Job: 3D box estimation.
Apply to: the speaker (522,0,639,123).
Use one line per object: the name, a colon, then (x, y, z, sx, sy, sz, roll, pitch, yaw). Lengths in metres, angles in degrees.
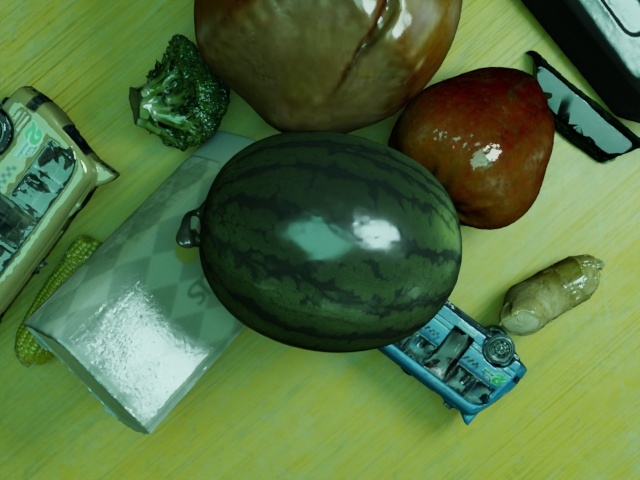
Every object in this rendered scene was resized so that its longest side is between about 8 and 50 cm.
speaker: (0.405, -0.328, 1.792, 0.180, 0.184, 0.388, -40, 95, 4)

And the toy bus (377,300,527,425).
toy bus: (0.162, 0.138, 1.838, 0.246, 0.113, 0.134, 38, 94, -1)

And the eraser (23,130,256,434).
eraser: (-0.182, 0.045, 1.760, 0.213, 0.082, 0.397, 47, 65, -10)

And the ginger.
ginger: (0.318, 0.078, 1.846, 0.190, 0.095, 0.069, -28, 90, -21)

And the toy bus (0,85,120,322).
toy bus: (-0.449, -0.024, 1.783, 0.202, 0.177, 0.365, 37, 93, -6)

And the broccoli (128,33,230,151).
broccoli: (-0.193, -0.195, 1.808, 0.137, 0.162, 0.146, -12, 62, -25)

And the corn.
corn: (-0.365, 0.086, 1.838, 0.067, 0.067, 0.206, 29, 90, -3)

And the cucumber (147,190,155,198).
cucumber: (-0.189, 0.042, 1.843, 0.074, 0.074, 0.241, -21, 90, -2)

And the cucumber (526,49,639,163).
cucumber: (0.365, -0.181, 1.879, 0.220, 0.046, 0.070, 39, 96, -1)

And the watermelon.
watermelon: (0.000, 0.000, 1.652, 0.359, 0.279, 0.279, 12, 90, -8)

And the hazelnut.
hazelnut: (0.008, -0.311, 1.735, 0.372, 0.315, 0.372, 4, 63, -8)

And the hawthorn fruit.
hawthorn fruit: (0.223, -0.140, 1.797, 0.224, 0.224, 0.261, 45, 71, -2)
